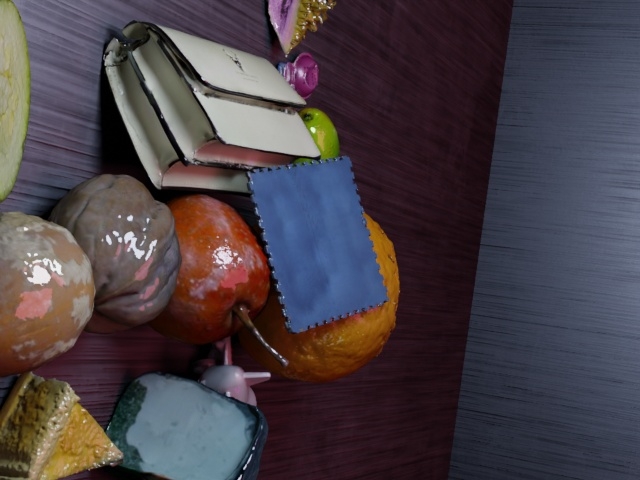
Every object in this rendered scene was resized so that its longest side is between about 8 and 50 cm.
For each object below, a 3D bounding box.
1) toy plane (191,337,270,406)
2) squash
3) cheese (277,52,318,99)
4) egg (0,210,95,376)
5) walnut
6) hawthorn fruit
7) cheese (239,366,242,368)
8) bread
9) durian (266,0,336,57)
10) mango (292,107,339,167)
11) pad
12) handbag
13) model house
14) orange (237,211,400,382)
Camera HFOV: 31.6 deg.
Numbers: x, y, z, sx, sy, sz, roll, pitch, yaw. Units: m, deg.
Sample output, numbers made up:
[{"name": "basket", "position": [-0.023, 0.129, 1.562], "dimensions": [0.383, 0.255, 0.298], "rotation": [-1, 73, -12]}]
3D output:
[{"name": "toy plane", "position": [-0.163, 0.272, 1.962], "dimensions": [0.252, 0.118, 0.252], "rotation": [-179, -90, -77]}, {"name": "squash", "position": [-0.396, -0.174, 1.355], "dimensions": [0.252, 0.049, 0.252], "rotation": [-174, -90, -89]}, {"name": "cheese", "position": [-0.043, -0.323, 2.224], "dimensions": [0.145, 0.038, 0.095], "rotation": [-8, 102, -59]}, {"name": "egg", "position": [-0.385, 0.069, 1.386], "dimensions": [0.245, 0.203, 0.203], "rotation": [-36, 129, -54]}, {"name": "walnut", "position": [-0.293, 0.019, 1.588], "dimensions": [0.224, 0.224, 0.224], "rotation": [7, 90, -66]}, {"name": "hawthorn fruit", "position": [-0.183, 0.043, 1.775], "dimensions": [0.235, 0.263, 0.231], "rotation": [47, 51, -40]}, {"name": "cheese", "position": [-0.171, 0.275, 2.134], "dimensions": [0.111, 0.017, 0.047], "rotation": [-42, 131, -55]}, {"name": "bread", "position": [-0.369, 0.292, 1.557], "dimensions": [0.160, 0.140, 0.169], "rotation": [49, 56, -45]}, {"name": "durian", "position": [-0.026, -0.529, 2.114], "dimensions": [0.191, 0.112, 0.341], "rotation": [-38, 128, -54]}, {"name": "mango", "position": [-0.015, -0.156, 2.245], "dimensions": [0.125, 0.111, 0.233], "rotation": [-49, 140, -44]}, {"name": "pad", "position": [0.000, 0.000, 1.836], "dimensions": [0.269, 0.012, 0.270], "rotation": [-11, 85, -49]}, {"name": "handbag", "position": [-0.165, -0.208, 1.791], "dimensions": [0.237, 0.160, 0.358], "rotation": [61, 21, 13]}, {"name": "model house", "position": [-0.199, 0.380, 1.843], "dimensions": [0.291, 0.253, 0.184], "rotation": [78, 29, -48]}, {"name": "orange", "position": [-0.023, 0.090, 2.054], "dimensions": [0.293, 0.340, 0.340], "rotation": [0, 99, -22]}]
